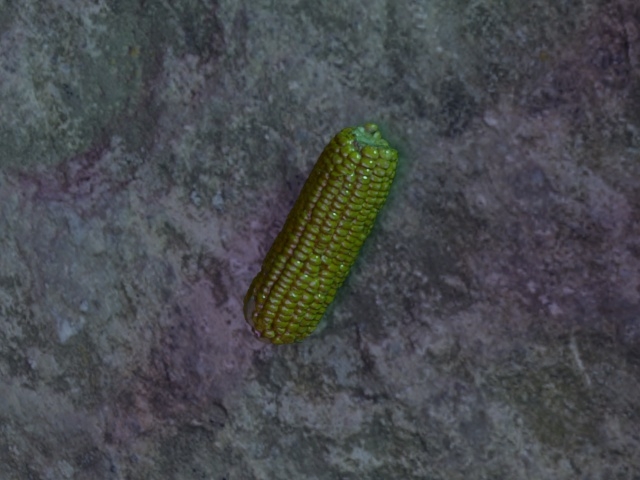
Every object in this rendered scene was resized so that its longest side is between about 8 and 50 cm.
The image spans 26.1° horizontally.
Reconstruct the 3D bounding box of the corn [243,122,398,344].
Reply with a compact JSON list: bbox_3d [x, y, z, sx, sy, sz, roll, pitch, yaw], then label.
[{"bbox_3d":[0.000,0.000,1.272,0.080,0.080,0.238,37,114,15],"label":"corn"}]
